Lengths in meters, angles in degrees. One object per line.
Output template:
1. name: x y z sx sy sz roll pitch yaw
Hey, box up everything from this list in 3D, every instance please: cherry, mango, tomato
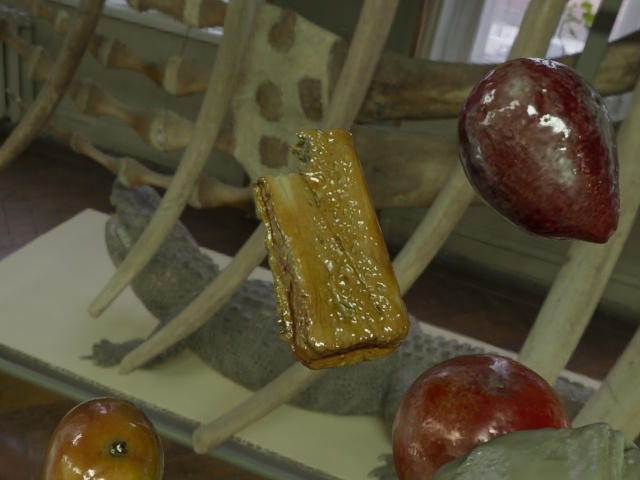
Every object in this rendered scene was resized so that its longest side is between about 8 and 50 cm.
1. cherry: 0.302 -0.123 0.920 0.300 0.203 0.230 64 21 13
2. mango: -0.244 0.247 0.737 0.120 0.151 0.221 15 -8 -25
3. tomato: 0.237 0.289 0.967 0.265 0.265 0.265 9 28 -5

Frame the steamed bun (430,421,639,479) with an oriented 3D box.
1. steamed bun: 0.256 0.303 0.547 0.310 0.219 0.324 32 33 -19

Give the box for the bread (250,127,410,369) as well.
1. bread: 0.000 0.000 0.997 0.185 0.109 0.380 -6 62 -16
